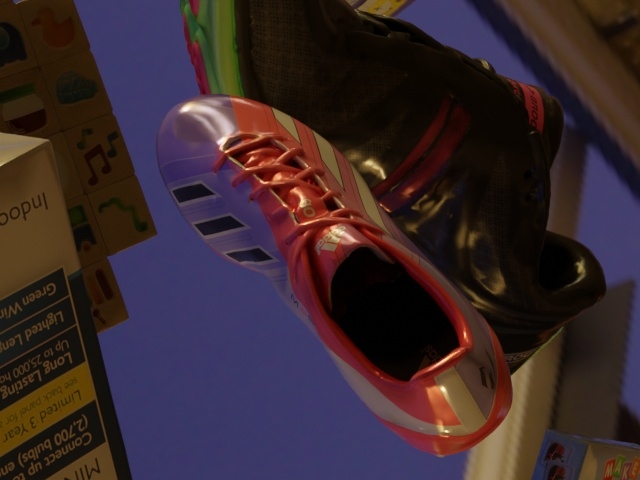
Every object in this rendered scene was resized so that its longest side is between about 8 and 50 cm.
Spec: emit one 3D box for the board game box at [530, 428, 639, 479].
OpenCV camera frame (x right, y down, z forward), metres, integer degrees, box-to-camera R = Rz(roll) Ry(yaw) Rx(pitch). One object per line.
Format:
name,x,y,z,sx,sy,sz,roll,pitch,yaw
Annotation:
board game box,0.174,0.243,1.172,0.160,0.039,0.211,17,-90,-56

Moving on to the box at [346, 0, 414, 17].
box,0.015,-0.215,1.373,0.043,0.105,0.179,58,-164,21

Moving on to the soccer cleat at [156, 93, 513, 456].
soccer cleat,0.000,0.000,0.792,0.248,0.083,0.095,49,172,29

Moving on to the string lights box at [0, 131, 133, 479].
string lights box,-0.109,0.113,0.418,0.133,0.077,0.259,-32,-59,-40

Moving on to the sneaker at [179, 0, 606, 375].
sneaker,0.054,-0.085,1.149,0.483,0.202,0.185,52,-166,-41

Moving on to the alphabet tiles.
alphabet tiles,-0.279,-0.064,1.352,0.285,0.011,0.342,-26,-79,-40
